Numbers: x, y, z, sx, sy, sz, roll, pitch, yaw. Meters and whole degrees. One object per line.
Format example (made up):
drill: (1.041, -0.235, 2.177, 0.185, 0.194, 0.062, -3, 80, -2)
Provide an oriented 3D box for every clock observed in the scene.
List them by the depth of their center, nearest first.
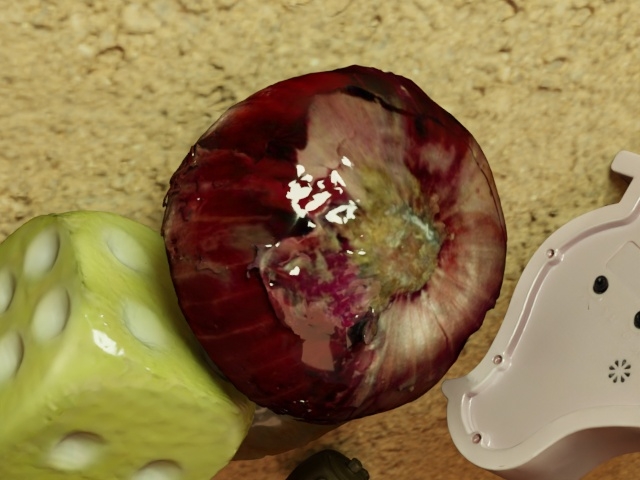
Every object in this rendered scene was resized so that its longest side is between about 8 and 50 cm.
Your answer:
clock: (0.251, 0.111, 1.018, 0.275, 0.290, 0.080, -50, 133, 7)

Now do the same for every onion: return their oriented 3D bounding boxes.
onion: (0.000, 0.000, 0.933, 0.252, 0.219, 0.252, -5, 98, -35)

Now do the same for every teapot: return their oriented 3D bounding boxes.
teapot: (0.016, 0.227, 1.250, 0.068, 0.076, 0.121, -48, 158, 15)

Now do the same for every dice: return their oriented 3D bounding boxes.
dice: (-0.161, 0.094, 0.974, 0.169, 0.166, 0.169, -42, 133, 21)

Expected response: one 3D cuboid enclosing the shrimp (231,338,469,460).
shrimp: (-0.004, 0.090, 1.102, 0.317, 0.077, 0.168, -29, 134, 14)
